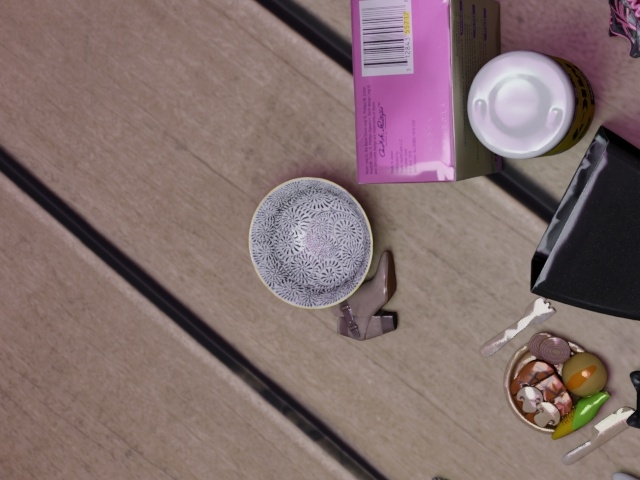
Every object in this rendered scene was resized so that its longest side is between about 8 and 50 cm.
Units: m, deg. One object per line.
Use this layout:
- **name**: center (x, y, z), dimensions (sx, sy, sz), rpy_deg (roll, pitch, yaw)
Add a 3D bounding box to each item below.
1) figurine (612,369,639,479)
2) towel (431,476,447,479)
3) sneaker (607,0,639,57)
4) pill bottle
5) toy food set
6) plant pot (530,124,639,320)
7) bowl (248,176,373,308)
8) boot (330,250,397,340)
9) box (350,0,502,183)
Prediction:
- **figurine**: center (0.451, 0.275, 1.445), dimensions (0.209, 0.092, 0.215), rpy_deg (14, 101, 26)
- **towel**: center (0.229, 0.509, 1.563), dimensions (0.324, 0.056, 0.312), rpy_deg (25, 104, 16)
- **sneaker**: center (0.358, -0.268, 1.446), dimensions (0.057, 0.047, 0.119), rpy_deg (-37, 80, 32)
- **pill bottle**: center (0.250, -0.155, 1.406), dimensions (0.119, 0.208, 0.119), rpy_deg (2, 97, 21)
- **toy food set**: center (0.289, 0.179, 1.515), dimensions (0.132, 0.038, 0.192), rpy_deg (-41, 80, 20)
- **plant pot**: center (0.356, -0.004, 1.404), dimensions (0.167, 0.187, 0.188), rpy_deg (27, 104, 5)
- **bowl**: center (0.000, 0.000, 1.587), dimensions (0.170, 0.080, 0.170), rpy_deg (2, 96, 21)
- **boot**: center (0.055, 0.073, 1.595), dimensions (0.087, 0.042, 0.118), rpy_deg (-1, 95, 23)
- **box**: center (0.130, -0.179, 1.431), dimensions (0.117, 0.243, 0.214), rpy_deg (0, 96, 21)
